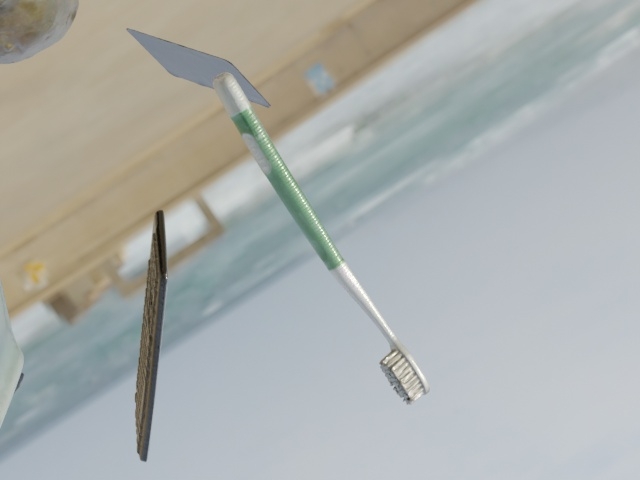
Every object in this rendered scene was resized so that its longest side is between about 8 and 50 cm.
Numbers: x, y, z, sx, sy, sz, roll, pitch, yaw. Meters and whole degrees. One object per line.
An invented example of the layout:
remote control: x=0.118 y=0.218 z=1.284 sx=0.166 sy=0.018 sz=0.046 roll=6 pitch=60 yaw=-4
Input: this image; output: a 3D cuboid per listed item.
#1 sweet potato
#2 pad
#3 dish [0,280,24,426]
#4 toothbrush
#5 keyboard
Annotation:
sweet potato: x=-0.290 y=-0.235 z=1.575 sx=0.158 sy=0.158 sz=0.370 roll=-33 pitch=-153 yaw=-7
pad: x=-0.136 y=-0.192 z=1.941 sx=0.003 sy=0.157 sz=0.112 roll=-62 pitch=146 yaw=-11
dish: x=-0.210 y=0.109 z=0.804 sx=0.243 sy=0.080 sz=0.182 roll=-53 pitch=-166 yaw=29
toothbrush: x=0.000 y=0.000 z=1.154 sx=0.024 sy=0.257 sz=0.018 roll=-38 pitch=-169 yaw=-35
keyboard: x=-0.169 y=0.138 z=1.752 sx=0.041 sy=0.103 sz=0.381 roll=-3 pitch=134 yaw=-6
